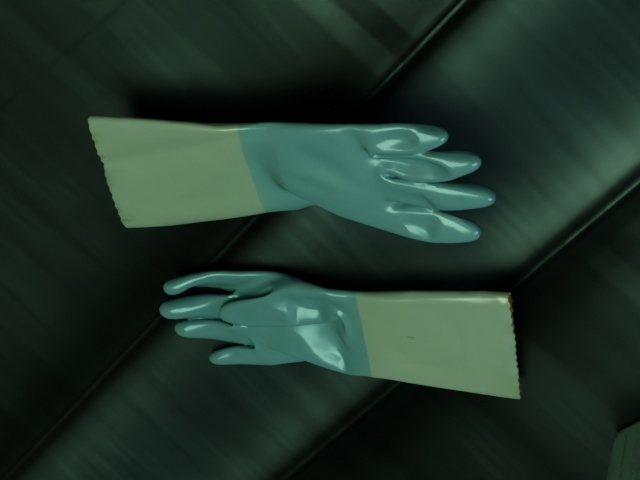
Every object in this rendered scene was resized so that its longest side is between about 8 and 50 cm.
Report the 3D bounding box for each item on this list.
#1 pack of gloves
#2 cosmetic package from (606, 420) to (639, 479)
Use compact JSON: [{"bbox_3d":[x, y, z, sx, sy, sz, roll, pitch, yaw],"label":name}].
[{"bbox_3d":[0.000,0.000,0.794,0.232,0.046,0.195,4,132,20],"label":"pack of gloves"},{"bbox_3d":[0.280,0.118,0.731,0.231,0.085,0.117,-34,104,30],"label":"cosmetic package"}]
